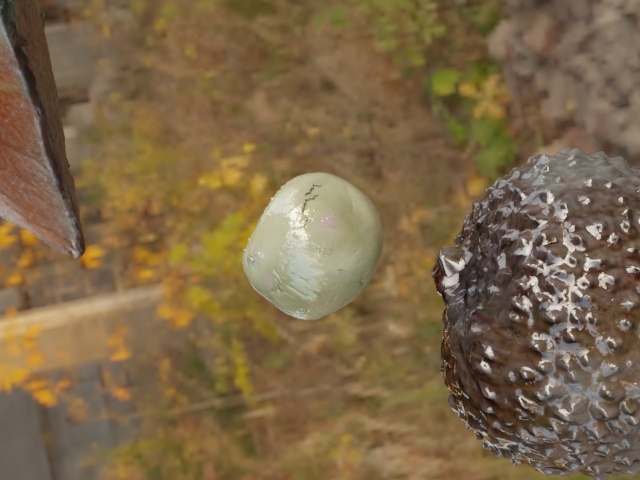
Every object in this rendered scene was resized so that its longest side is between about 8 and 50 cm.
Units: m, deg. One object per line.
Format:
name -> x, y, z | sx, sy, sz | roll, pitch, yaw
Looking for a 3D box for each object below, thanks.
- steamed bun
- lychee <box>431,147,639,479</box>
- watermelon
steamed bun -> 0.000, 0.000, 1.430 | 0.112, 0.130, 0.091 | 36, 151, 0
lychee -> 0.233, 0.061, 1.424 | 0.300, 0.300, 0.300 | 168, 90, -76
watermelon -> -0.167, -0.101, 0.870 | 0.202, 0.136, 0.207 | 40, 161, -26
